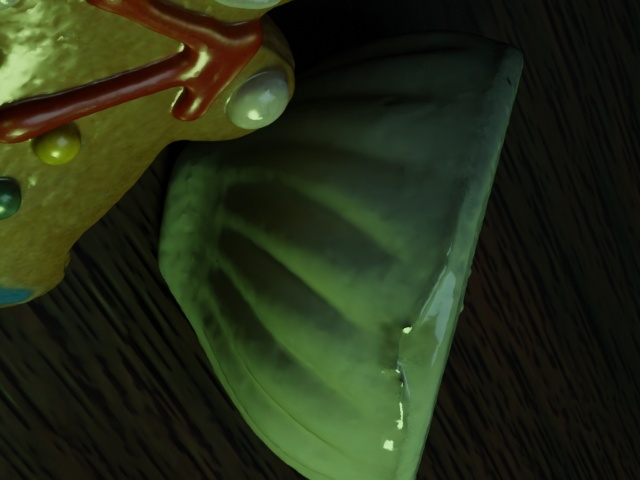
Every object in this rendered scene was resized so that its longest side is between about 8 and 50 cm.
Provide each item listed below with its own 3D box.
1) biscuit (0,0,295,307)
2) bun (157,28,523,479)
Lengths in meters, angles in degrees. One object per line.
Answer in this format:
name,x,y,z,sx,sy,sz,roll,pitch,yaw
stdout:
biscuit,-0.098,-0.080,0.808,0.324,0.049,0.205,-39,143,18
bun,0.000,0.000,0.992,0.263,0.175,0.263,16,90,-86
